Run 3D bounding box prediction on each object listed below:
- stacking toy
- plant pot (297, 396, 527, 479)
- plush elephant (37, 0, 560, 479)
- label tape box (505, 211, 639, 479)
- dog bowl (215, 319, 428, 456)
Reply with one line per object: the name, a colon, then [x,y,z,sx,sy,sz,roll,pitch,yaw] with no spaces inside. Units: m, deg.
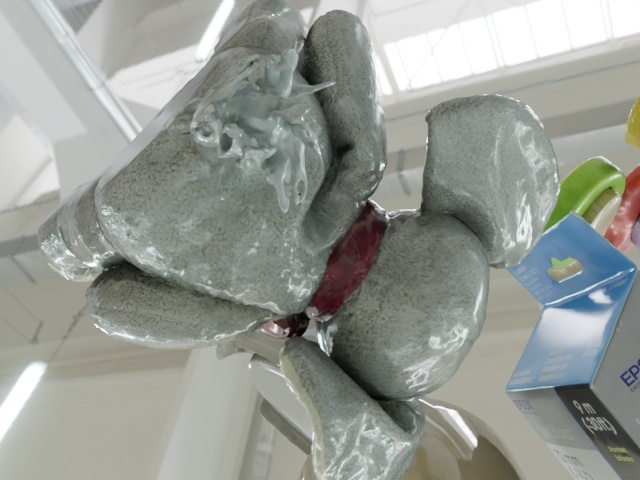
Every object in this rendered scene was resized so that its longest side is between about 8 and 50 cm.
stacking toy: [0.378,-0.023,0.827,0.279,0.309,0.130,-44,-123,-9]
plant pot: [0.102,0.293,0.645,0.256,0.256,0.274,-30,180,-2]
plush elephant: [0.000,0.000,0.480,0.272,0.255,0.330,-50,-160,-8]
label tape box: [0.285,0.160,0.706,0.115,0.249,0.348,-38,-99,-10]
dog bowl: [0.018,0.222,1.012,0.348,0.349,0.102,18,-122,43]
